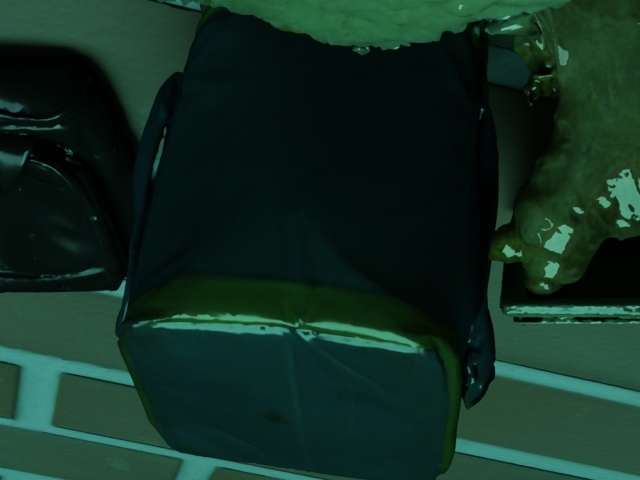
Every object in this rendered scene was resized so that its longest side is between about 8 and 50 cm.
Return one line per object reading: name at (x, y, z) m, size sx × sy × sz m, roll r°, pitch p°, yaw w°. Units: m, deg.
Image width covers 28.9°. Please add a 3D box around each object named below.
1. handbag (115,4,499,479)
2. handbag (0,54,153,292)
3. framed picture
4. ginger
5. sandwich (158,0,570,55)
handbag at (0.000, 0.000, 0.766) m, size 0.222 × 0.241 × 0.263 m, roll 3°, pitch 149°, yaw 9°
handbag at (-0.269, -0.045, 0.921) m, size 0.275 × 0.088 × 0.244 m, roll 4°, pitch 148°, yaw 10°
framed picture at (0.221, 0.017, 0.786) m, size 0.217 × 0.017 × 0.274 m, roll 0°, pitch -170°, yaw 11°
ginger at (0.163, -0.072, 0.652) m, size 0.138 × 0.213 × 0.074 m, roll 6°, pitch -178°, yaw 21°
sandwich at (0.055, -0.186, 0.456) m, size 0.262 × 0.131 × 0.325 m, roll -1°, pitch 163°, yaw -12°
